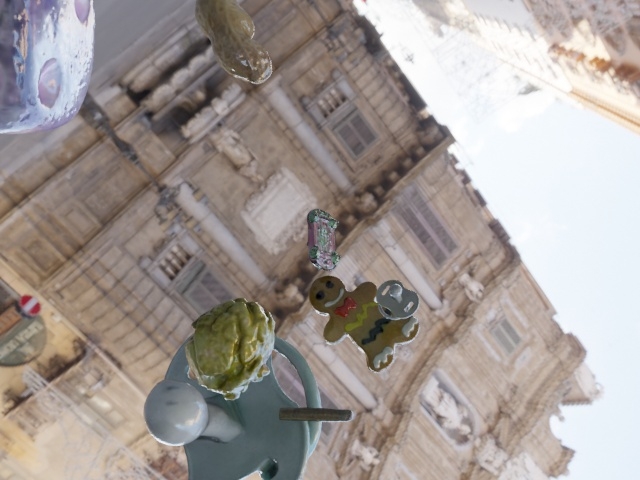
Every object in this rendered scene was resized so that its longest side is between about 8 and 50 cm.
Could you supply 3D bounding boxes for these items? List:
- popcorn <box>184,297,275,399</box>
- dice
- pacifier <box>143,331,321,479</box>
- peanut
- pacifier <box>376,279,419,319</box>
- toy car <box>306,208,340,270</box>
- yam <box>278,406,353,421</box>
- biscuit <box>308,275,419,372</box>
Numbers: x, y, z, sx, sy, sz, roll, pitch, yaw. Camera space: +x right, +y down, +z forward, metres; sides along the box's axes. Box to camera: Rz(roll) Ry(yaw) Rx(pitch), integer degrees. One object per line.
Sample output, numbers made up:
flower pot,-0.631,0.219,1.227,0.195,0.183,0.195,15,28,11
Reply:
popcorn,-0.101,0.129,0.685,0.120,0.116,0.106,-41,-129,13
dice,-0.499,-0.312,0.843,0.271,0.269,0.270,-93,-168,-69
pacifier,-0.160,0.269,0.925,0.288,0.269,0.343,-40,-119,8
peanut,-0.172,-0.401,1.142,0.104,0.228,0.085,-20,168,-29
pacifier,0.131,0.101,1.033,0.083,0.064,0.068,37,-104,31
toy car,0.000,0.000,1.242,0.055,0.069,0.142,-26,-123,41
yam,-0.007,0.263,0.881,0.116,0.021,0.021,-3,-149,15
biscuit,0.074,0.153,1.184,0.158,0.240,0.035,-50,158,-16
